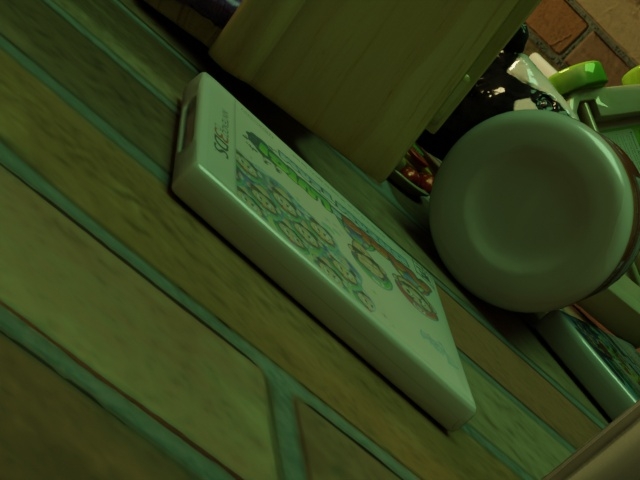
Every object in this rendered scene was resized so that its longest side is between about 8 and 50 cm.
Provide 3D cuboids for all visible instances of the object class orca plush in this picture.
[{"bbox_3d":[0.080,-0.134,1.152,0.102,0.151,0.287,-11,54,-37],"label":"orca plush"}]

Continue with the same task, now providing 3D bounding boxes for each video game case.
[{"bbox_3d":[0.238,0.136,0.971,0.201,0.023,0.183,53,14,26],"label":"video game case"},{"bbox_3d":[0.000,0.000,0.638,0.157,0.019,0.143,42,13,-17],"label":"video game case"}]

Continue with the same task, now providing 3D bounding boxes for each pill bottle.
[{"bbox_3d":[0.149,-0.018,0.945,0.121,0.121,0.216,48,12,10],"label":"pill bottle"}]

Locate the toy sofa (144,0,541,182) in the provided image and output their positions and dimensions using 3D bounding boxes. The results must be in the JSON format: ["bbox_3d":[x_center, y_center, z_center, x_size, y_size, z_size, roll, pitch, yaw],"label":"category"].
[{"bbox_3d":[0.034,-0.162,0.910,0.177,0.150,0.362,38,13,3],"label":"toy sofa"}]

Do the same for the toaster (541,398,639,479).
[{"bbox_3d":[0.184,0.141,0.571,0.168,0.110,0.185,35,16,-43],"label":"toaster"}]

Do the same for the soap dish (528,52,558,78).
[{"bbox_3d":[0.284,-0.047,1.490,0.229,0.118,0.291,37,15,-33],"label":"soap dish"}]

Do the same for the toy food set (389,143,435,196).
[{"bbox_3d":[0.047,-0.063,0.989,0.083,0.020,0.082,36,15,-34],"label":"toy food set"}]

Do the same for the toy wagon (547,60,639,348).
[{"bbox_3d":[0.320,-0.029,1.283,0.344,0.068,0.267,-10,77,-43],"label":"toy wagon"}]
